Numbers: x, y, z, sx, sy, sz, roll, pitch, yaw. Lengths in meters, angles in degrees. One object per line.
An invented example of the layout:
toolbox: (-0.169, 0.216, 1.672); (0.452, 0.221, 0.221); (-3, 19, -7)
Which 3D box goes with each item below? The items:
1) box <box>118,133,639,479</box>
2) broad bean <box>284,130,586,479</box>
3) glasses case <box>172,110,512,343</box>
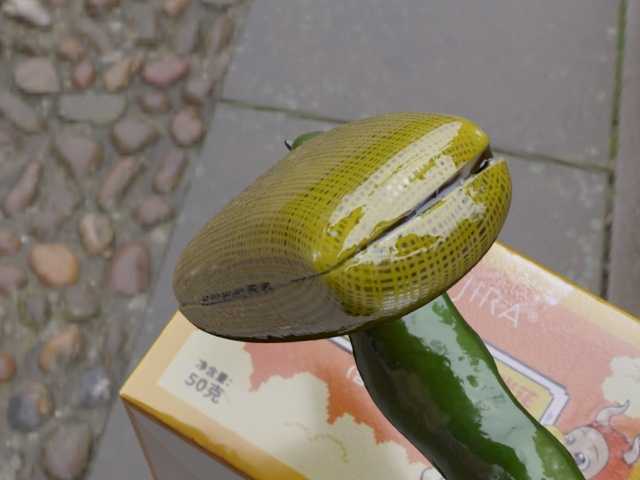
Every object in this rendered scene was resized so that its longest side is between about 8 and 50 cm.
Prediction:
box: (0.060, 0.122, 0.951); (0.284, 0.259, 0.213); (30, 69, 12)
broad bean: (0.044, 0.045, 0.648); (0.046, 0.065, 0.254); (8, 38, -48)
glasses case: (0.000, 0.000, 0.548); (0.079, 0.234, 0.064); (-35, 96, -16)
